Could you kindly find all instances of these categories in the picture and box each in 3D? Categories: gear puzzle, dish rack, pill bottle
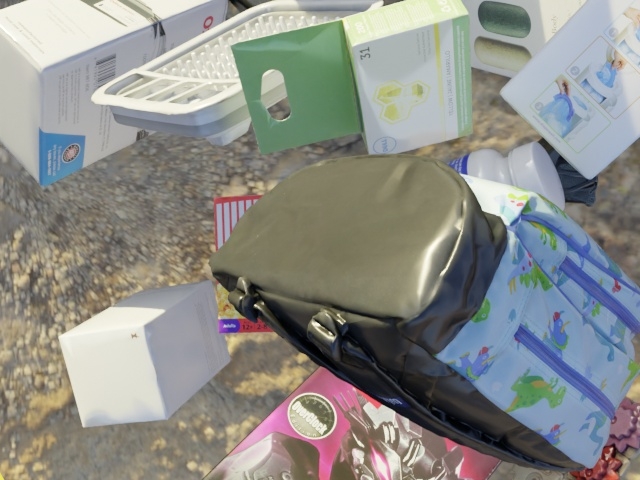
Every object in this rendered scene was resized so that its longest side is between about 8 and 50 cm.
[{"bbox_3d":[0.370,0.370,1.479,0.044,0.175,0.339,33,91,-38],"label":"gear puzzle"},{"bbox_3d":[-0.099,-0.219,1.213,0.333,0.286,0.072,-37,121,-28],"label":"dish rack"},{"bbox_3d":[0.220,-0.048,1.425,0.272,0.152,0.152,-22,106,29],"label":"pill bottle"}]

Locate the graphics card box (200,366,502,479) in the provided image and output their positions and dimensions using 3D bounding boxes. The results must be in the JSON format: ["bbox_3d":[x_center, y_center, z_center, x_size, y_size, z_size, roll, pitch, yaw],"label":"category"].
[{"bbox_3d":[0.038,0.264,1.056,0.233,0.094,0.371,43,55,11],"label":"graphics card box"}]

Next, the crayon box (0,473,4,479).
[{"bbox_3d":[-0.638,0.399,1.423,0.313,0.363,0.106,17,89,-29],"label":"crayon box"}]

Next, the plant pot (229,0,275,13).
[{"bbox_3d":[-0.066,-0.426,1.522,0.167,0.188,0.187,30,90,8],"label":"plant pot"}]

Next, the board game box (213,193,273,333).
[{"bbox_3d":[-0.071,0.031,1.320,0.147,0.045,0.193,-3,88,11],"label":"board game box"}]

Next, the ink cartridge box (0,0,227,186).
[{"bbox_3d":[-0.379,-0.314,1.696,0.166,0.285,0.395,43,52,19],"label":"ink cartridge box"}]

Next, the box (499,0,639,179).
[{"bbox_3d":[0.257,-0.162,0.733,0.103,0.203,0.114,46,36,5],"label":"box"}]

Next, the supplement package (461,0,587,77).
[{"bbox_3d":[0.339,-0.337,1.291,0.198,0.263,0.199,-22,120,-24],"label":"supplement package"}]

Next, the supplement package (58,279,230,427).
[{"bbox_3d":[-0.315,0.202,1.739,0.175,0.293,0.177,-9,99,19],"label":"supplement package"}]

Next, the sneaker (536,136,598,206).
[{"bbox_3d":[0.432,-0.139,1.521,0.130,0.087,0.227,32,124,-22],"label":"sneaker"}]

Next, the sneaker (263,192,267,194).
[{"bbox_3d":[0.000,0.000,1.741,0.276,0.135,0.097,41,57,-21],"label":"sneaker"}]

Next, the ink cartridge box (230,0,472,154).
[{"bbox_3d":[0.040,-0.158,0.995,0.235,0.056,0.171,-15,141,-2],"label":"ink cartridge box"}]

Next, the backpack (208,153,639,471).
[{"bbox_3d":[0.132,0.068,0.821,0.273,0.290,0.355,-52,120,-19],"label":"backpack"}]
